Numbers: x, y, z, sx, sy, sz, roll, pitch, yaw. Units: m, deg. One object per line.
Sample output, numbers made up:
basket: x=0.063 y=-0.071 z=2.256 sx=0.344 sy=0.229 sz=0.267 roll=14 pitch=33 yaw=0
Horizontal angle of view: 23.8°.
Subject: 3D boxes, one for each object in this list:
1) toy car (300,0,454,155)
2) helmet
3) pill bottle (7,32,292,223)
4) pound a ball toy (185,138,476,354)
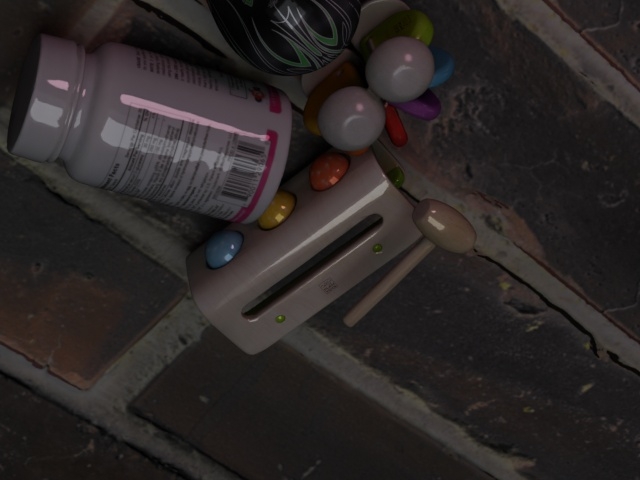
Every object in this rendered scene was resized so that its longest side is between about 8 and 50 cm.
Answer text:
toy car: x=0.072 y=-0.170 z=1.687 sx=0.136 sy=0.159 sz=0.182 roll=35 pitch=110 yaw=-29
helmet: x=-0.036 y=-0.254 z=1.616 sx=0.169 sy=0.169 sz=0.161 roll=-36 pitch=101 yaw=13
pill bottle: x=-0.188 y=-0.125 z=1.665 sx=0.283 sy=0.160 sz=0.160 roll=15 pitch=119 yaw=-20
pound a ball toy: x=0.000 y=0.000 z=1.757 sx=0.319 sy=0.208 sz=0.136 roll=-36 pitch=123 yaw=14
